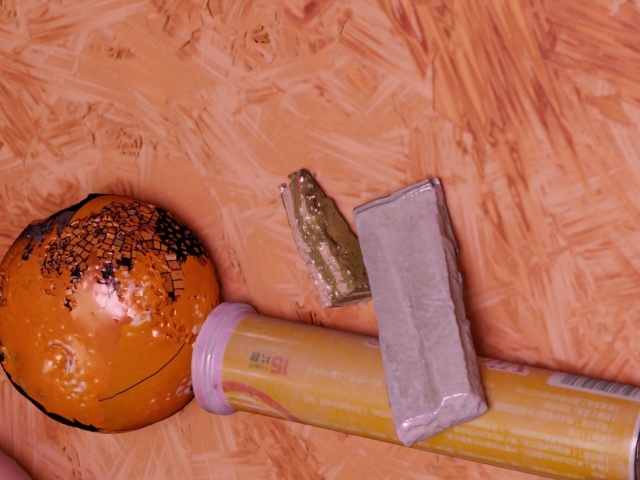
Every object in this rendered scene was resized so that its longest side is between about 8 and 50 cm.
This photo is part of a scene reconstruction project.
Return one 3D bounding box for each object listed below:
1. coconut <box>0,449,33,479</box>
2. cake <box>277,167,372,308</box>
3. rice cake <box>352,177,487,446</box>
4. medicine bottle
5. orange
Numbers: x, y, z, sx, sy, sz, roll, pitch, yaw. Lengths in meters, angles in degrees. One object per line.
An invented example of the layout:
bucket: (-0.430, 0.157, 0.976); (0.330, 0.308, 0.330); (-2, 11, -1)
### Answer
coconut: (-0.406, 0.345, 1.802); (0.309, 0.297, 0.297); (42, 121, 20)
cake: (0.000, 0.000, 1.583); (0.140, 0.055, 0.051); (55, 130, 10)
rice cake: (0.083, 0.058, 1.488); (0.085, 0.040, 0.226); (-19, 61, 17)
medicine bottle: (0.090, 0.139, 1.531); (0.426, 0.108, 0.108); (9, 108, 30)
orange: (-0.205, 0.073, 1.662); (0.234, 0.182, 0.234); (7, 112, 18)
